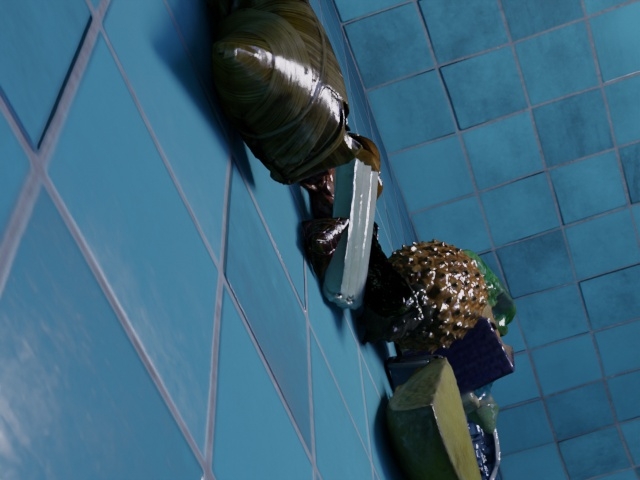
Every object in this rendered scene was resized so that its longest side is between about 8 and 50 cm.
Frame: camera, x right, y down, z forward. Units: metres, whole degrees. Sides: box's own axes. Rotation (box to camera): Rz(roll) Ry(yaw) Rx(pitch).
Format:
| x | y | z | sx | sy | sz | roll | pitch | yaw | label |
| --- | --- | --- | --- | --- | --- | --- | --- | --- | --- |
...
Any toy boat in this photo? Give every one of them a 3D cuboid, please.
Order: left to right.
| x | y | z | sx | sy | sz | roll | pitch | yaw | label |
| --- | --- | --- | --- | --- | --- | --- | --- | --- | --- |
| 0.321 | 0.411 | 2.401 | 0.142 | 0.129 | 0.309 | 80 | -3 | -66 | toy boat |

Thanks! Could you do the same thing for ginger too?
| x | y | z | sx | sy | sz | roll | pitch | yaw | label |
| --- | --- | --- | --- | --- | --- | --- | --- | --- | --- |
| 0.059 | -0.127 | 1.914 | 0.133 | 0.107 | 0.309 | 58 | 6 | -4 | ginger |

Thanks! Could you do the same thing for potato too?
| x | y | z | sx | sy | sz | roll | pitch | yaw | label |
| --- | --- | --- | --- | --- | --- | --- | --- | --- | --- |
| 0.155 | 0.292 | 1.646 | 0.255 | 0.112 | 0.269 | 43 | 28 | -64 | potato |

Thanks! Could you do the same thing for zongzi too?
| x | y | z | sx | sy | sz | roll | pitch | yaw | label |
| --- | --- | --- | --- | --- | --- | --- | --- | --- | --- |
| -0.079 | -0.232 | 1.194 | 0.288 | 0.134 | 0.285 | 39 | 27 | -61 | zongzi |
| 0.000 | 0.000 | 1.439 | 0.073 | 0.067 | 0.083 | 70 | 22 | -65 | zongzi |

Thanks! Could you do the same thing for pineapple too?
| x | y | z | sx | sy | sz | roll | pitch | yaw | label |
| --- | --- | --- | --- | --- | --- | --- | --- | --- | --- |
| 0.161 | 0.111 | 1.837 | 0.362 | 0.202 | 0.201 | -21 | 93 | -70 | pineapple |

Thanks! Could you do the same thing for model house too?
| x | y | z | sx | sy | sz | roll | pitch | yaw | label |
| --- | --- | --- | --- | --- | --- | --- | --- | --- | --- |
| 0.293 | 0.229 | 2.200 | 0.312 | 0.245 | 0.280 | 47 | 21 | -50 | model house |

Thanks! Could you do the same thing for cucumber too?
| x | y | z | sx | sy | sz | roll | pitch | yaw | label |
| --- | --- | --- | --- | --- | --- | --- | --- | --- | --- |
| 0.079 | 0.047 | 1.655 | 0.072 | 0.081 | 0.303 | 41 | 12 | -22 | cucumber |

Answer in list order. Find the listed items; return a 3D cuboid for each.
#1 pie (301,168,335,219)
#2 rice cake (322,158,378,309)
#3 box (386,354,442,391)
| x | y | z | sx | sy | sz | roll | pitch | yaw | label |
| --- | --- | --- | --- | --- | --- | --- | --- | --- | --- |
| 0.006 | -0.089 | 1.650 | 0.204 | 0.054 | 0.218 | -92 | 162 | -59 | pie |
| 0.042 | -0.008 | 1.537 | 0.124 | 0.038 | 0.211 | 26 | 67 | -68 | rice cake |
| 0.166 | 0.232 | 1.893 | 0.074 | 0.099 | 0.054 | -41 | 127 | -80 | box |
